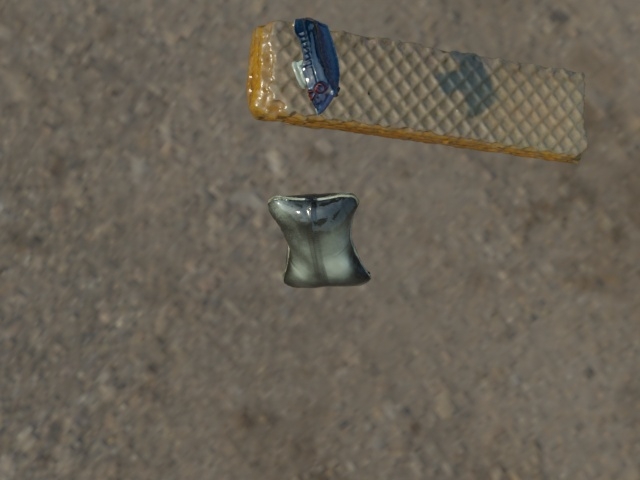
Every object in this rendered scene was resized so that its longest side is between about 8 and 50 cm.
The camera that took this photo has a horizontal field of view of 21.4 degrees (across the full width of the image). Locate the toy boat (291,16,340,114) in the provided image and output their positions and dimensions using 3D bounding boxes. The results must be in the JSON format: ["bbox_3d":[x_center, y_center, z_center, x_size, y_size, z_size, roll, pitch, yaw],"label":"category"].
[{"bbox_3d":[-0.006,-0.140,1.354,0.038,0.038,0.083,-1,71,-30],"label":"toy boat"}]

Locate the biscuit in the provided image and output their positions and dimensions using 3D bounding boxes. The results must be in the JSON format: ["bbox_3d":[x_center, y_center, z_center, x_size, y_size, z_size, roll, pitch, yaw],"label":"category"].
[{"bbox_3d":[0.105,-0.138,1.633,0.379,0.054,0.094,7,82,-26],"label":"biscuit"}]

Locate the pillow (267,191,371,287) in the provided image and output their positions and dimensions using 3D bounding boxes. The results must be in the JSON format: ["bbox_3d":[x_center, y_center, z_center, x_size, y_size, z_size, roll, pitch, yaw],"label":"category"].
[{"bbox_3d":[-0.001,0.002,1.761,0.091,0.135,0.055,19,53,24],"label":"pillow"}]
